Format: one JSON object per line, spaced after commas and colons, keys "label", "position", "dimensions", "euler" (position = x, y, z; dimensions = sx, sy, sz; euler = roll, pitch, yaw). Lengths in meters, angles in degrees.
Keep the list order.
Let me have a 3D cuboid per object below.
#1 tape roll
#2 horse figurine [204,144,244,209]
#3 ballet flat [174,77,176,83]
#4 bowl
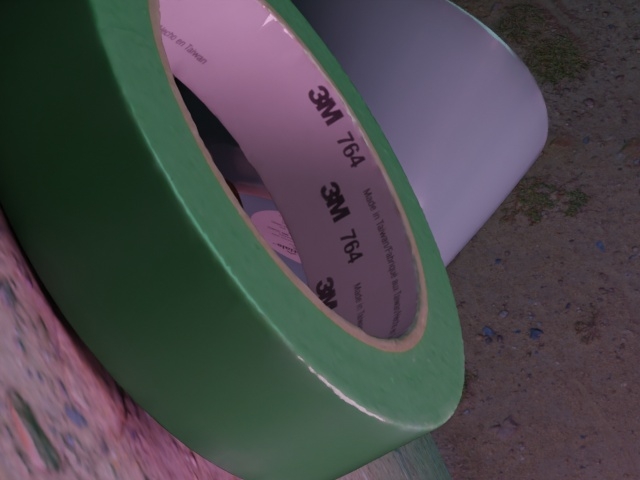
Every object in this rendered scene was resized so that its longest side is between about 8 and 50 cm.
{"label": "tape roll", "position": [-0.039, -0.032, 0.588], "dimensions": [0.321, 0.077, 0.321], "euler": [48, 24, -29]}
{"label": "horse figurine", "position": [-0.097, -0.043, 0.684], "dimensions": [0.263, 0.066, 0.174], "euler": [60, 9, -3]}
{"label": "ballet flat", "position": [-0.083, -0.103, 1.158], "dimensions": [0.096, 0.095, 0.280], "euler": [51, -1, 22]}
{"label": "bowl", "position": [0.005, -0.062, 0.869], "dimensions": [0.163, 0.311, 0.311], "euler": [-66, 151, -22]}
